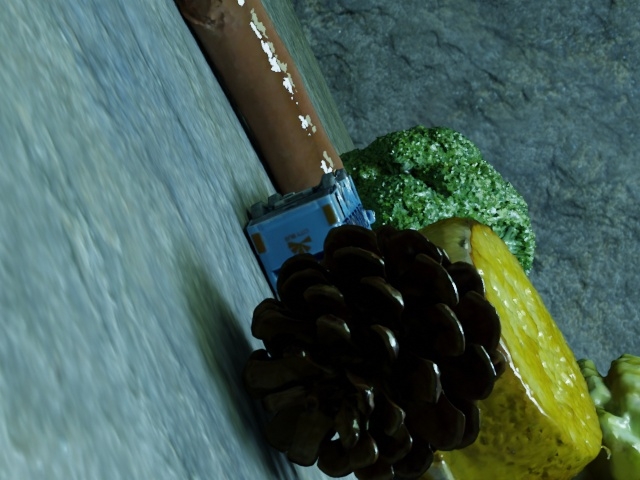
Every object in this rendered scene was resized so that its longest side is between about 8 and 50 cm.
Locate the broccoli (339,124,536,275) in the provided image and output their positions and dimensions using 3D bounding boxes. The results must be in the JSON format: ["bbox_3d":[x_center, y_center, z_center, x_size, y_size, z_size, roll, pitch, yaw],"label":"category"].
[{"bbox_3d":[0.168,-0.026,2.221,0.413,0.321,0.310,159,-85,-79],"label":"broccoli"}]

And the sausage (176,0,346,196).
[{"bbox_3d":[-0.064,-0.178,1.696,0.419,0.094,0.094,62,-8,-31],"label":"sausage"}]

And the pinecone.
[{"bbox_3d":[0.032,0.092,1.047,0.208,0.207,0.208,-24,90,-84],"label":"pinecone"}]

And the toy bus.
[{"bbox_3d":[0.000,0.000,1.492,0.297,0.106,0.131,-39,107,-82],"label":"toy bus"}]

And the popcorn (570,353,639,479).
[{"bbox_3d":[0.436,0.316,1.885,0.335,0.279,0.274,44,5,-4],"label":"popcorn"}]

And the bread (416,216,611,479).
[{"bbox_3d":[0.172,0.152,1.712,0.398,0.215,0.398,51,20,-27],"label":"bread"}]
